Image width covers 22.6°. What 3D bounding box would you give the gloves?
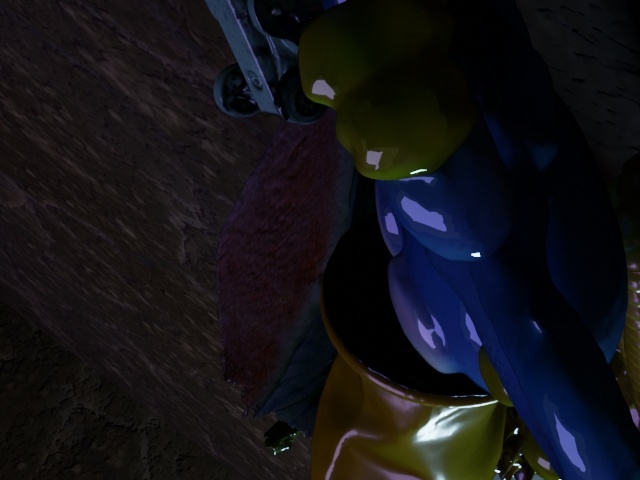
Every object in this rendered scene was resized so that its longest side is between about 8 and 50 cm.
[{"bbox_3d":[0.037,0.121,0.855,0.294,0.133,0.116,102,154,-48],"label":"gloves"}]

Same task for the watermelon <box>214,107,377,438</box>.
[{"bbox_3d":[0.021,-0.009,0.907,0.128,0.146,0.231,10,-144,-15],"label":"watermelon"}]

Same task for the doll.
[{"bbox_3d":[0.048,-0.025,0.593,0.341,0.099,0.346,50,-161,-50],"label":"doll"}]

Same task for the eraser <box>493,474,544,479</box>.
[{"bbox_3d":[0.101,0.170,1.429,0.226,0.069,0.158,22,159,50],"label":"eraser"}]

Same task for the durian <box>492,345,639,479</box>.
[{"bbox_3d":[0.139,0.086,0.977,0.183,0.138,0.250,45,161,12],"label":"durian"}]

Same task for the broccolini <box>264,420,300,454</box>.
[{"bbox_3d":[0.009,0.109,1.251,0.074,0.201,0.058,51,141,6],"label":"broccolini"}]

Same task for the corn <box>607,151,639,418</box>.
[{"bbox_3d":[0.203,0.063,0.798,0.106,0.106,0.305,27,156,40],"label":"corn"}]

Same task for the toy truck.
[{"bbox_3d":[-0.033,-0.139,0.853,0.080,0.078,0.154,15,135,57],"label":"toy truck"}]
